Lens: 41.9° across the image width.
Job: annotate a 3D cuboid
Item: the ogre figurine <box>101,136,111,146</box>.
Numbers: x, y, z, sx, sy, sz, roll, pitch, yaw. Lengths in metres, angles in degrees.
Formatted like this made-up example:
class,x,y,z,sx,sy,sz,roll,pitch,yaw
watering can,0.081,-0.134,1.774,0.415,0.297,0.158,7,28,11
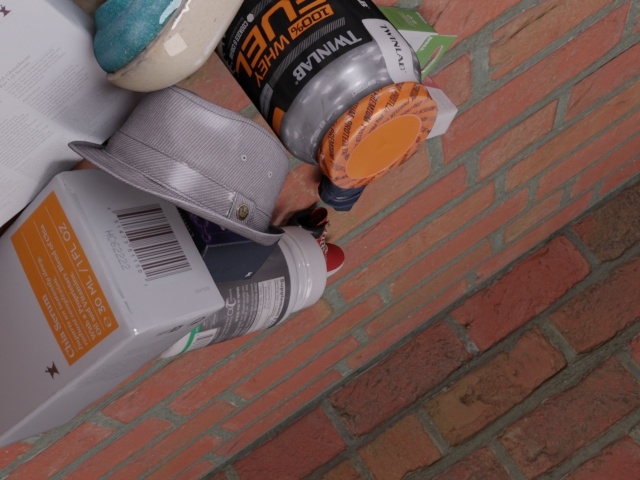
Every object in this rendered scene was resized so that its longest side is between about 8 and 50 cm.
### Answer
class,x,y,z,sx,sy,sz,roll,pitch,yaw
ogre figurine,-0.233,-0.151,1.146,0.118,0.097,0.197,-30,165,-33

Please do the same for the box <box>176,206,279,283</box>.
class,x,y,z,sx,sy,sz,roll,pitch,yaw
box,-0.187,-0.040,1.292,0.153,0.207,0.108,-9,146,-48

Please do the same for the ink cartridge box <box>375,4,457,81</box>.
class,x,y,z,sx,sy,sz,roll,pitch,yaw
ink cartridge box,0.117,-0.317,1.364,0.209,0.062,0.109,-11,148,-46

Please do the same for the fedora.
class,x,y,z,sx,sy,sz,roll,pitch,yaw
fedora,-0.139,-0.100,0.981,0.275,0.244,0.124,27,92,-39

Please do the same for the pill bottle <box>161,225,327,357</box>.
class,x,y,z,sx,sy,sz,roll,pitch,yaw
pill bottle,-0.172,0.080,1.562,0.361,0.204,0.204,-12,149,-45

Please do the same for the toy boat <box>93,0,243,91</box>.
class,x,y,z,sx,sy,sz,roll,pitch,yaw
toy boat,-0.120,-0.295,0.831,0.148,0.267,0.318,35,153,-28

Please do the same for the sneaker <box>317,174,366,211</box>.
class,x,y,z,sx,sy,sz,roll,pitch,yaw
sneaker,0.089,-0.146,1.650,0.226,0.086,0.163,-33,166,-27

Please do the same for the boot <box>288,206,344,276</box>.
class,x,y,z,sx,sy,sz,roll,pitch,yaw
boot,0.000,0.000,1.813,0.244,0.088,0.176,0,138,-50

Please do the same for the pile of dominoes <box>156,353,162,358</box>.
class,x,y,z,sx,sy,sz,roll,pitch,yaw
pile of dominoes,-0.365,0.114,1.355,0.251,0.040,0.196,21,129,-11

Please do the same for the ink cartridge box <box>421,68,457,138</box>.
class,x,y,z,sx,sy,sz,roll,pitch,yaw
ink cartridge box,0.131,-0.229,1.493,0.198,0.115,0.067,-20,153,-32

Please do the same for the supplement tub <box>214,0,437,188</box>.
class,x,y,z,sx,sy,sz,roll,pitch,yaw
supplement tub,-0.009,-0.228,1.024,0.194,0.316,0.193,-30,157,-14

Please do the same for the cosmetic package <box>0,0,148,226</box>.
class,x,y,z,sx,sy,sz,roll,pitch,yaw
cosmetic package,-0.408,-0.131,0.937,0.377,0.097,0.284,-38,160,5

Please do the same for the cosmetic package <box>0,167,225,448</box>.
class,x,y,z,sx,sy,sz,roll,pitch,yaw
cosmetic package,-0.363,0.106,1.173,0.453,0.230,0.162,-37,167,37
